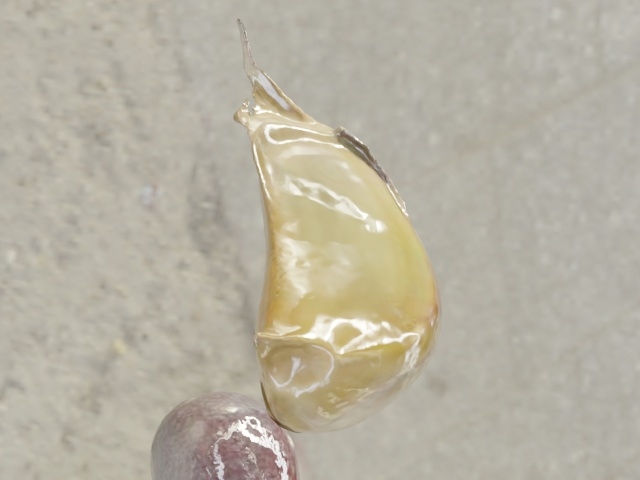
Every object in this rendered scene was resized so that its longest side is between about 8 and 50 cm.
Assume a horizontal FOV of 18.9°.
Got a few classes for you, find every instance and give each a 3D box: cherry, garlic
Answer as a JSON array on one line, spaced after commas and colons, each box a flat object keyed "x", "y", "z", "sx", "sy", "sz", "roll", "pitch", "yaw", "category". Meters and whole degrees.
[{"x": -0.085, "y": 0.228, "z": 1.839, "sx": 0.140, "sy": 0.176, "sz": 0.176, "roll": -28, "pitch": 121, "yaw": -14, "category": "cherry"}, {"x": 0.006, "y": -0.001, "z": 1.508, "sx": 0.196, "sy": 0.151, "sz": 0.338, "roll": 51, "pitch": 27, "yaw": -46, "category": "garlic"}]
